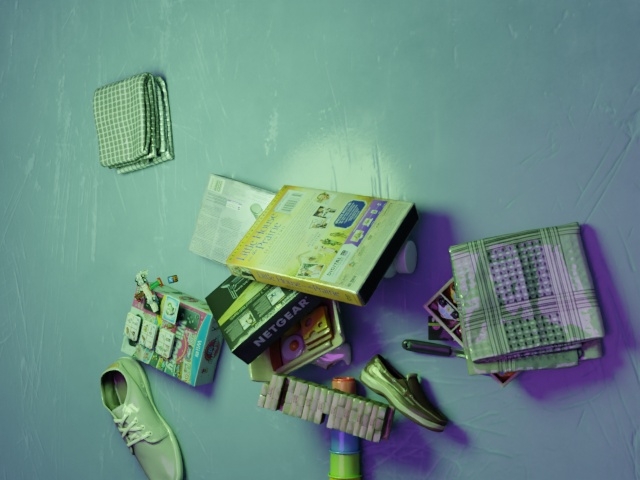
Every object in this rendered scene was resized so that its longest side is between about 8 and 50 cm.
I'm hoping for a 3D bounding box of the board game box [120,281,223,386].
[{"bbox_3d":[-0.439,0.276,2.181,0.303,0.097,0.224,18,96,27],"label":"board game box"}]

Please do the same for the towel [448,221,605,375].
[{"bbox_3d":[0.469,0.140,1.664,0.312,0.056,0.324,-10,80,12],"label":"towel"}]

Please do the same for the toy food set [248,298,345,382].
[{"bbox_3d":[-0.076,0.221,1.939,0.306,0.092,0.220,-32,48,25],"label":"toy food set"}]

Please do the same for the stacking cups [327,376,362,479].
[{"bbox_3d":[0.059,0.521,1.906,0.096,0.096,0.316,-6,81,28],"label":"stacking cups"}]

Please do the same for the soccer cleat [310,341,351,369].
[{"bbox_3d":[-0.008,0.316,1.961,0.196,0.068,0.076,-14,84,25],"label":"soccer cleat"}]

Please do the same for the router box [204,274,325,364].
[{"bbox_3d":[-0.140,0.142,1.930,0.309,0.081,0.243,-41,40,3],"label":"router box"}]

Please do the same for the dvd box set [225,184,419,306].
[{"bbox_3d":[0.000,0.000,1.847,0.420,0.062,0.308,10,52,35],"label":"dvd box set"}]

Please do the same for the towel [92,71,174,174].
[{"bbox_3d":[-0.599,-0.368,2.285,0.235,0.121,0.284,-9,83,29],"label":"towel"}]

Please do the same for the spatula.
[{"bbox_3d":[0.340,0.280,1.789,0.296,0.030,0.084,6,93,29],"label":"spatula"}]

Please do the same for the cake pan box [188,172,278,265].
[{"bbox_3d":[-0.248,-0.049,2.108,0.267,0.070,0.246,18,94,28],"label":"cake pan box"}]

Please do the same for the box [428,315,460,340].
[{"bbox_3d":[0.314,0.216,1.795,0.083,0.052,0.062,-2,86,27],"label":"box"}]

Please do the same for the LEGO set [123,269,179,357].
[{"bbox_3d":[-0.482,0.199,2.141,0.182,0.060,0.244,21,106,25],"label":"LEGO set"}]

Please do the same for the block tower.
[{"bbox_3d":[0.016,0.419,1.832,0.335,0.097,0.091,13,86,12],"label":"block tower"}]

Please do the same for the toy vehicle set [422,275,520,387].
[{"bbox_3d":[0.397,0.195,1.720,0.166,0.035,0.267,-45,74,3],"label":"toy vehicle set"}]

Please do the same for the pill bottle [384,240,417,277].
[{"bbox_3d":[0.146,0.041,1.861,0.186,0.112,0.112,1,88,29],"label":"pill bottle"}]

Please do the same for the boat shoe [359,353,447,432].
[{"bbox_3d":[0.216,0.376,1.819,0.257,0.095,0.095,32,96,26],"label":"boat shoe"}]

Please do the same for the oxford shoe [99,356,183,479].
[{"bbox_3d":[-0.559,0.569,2.216,0.169,0.130,0.449,-33,74,22],"label":"oxford shoe"}]
